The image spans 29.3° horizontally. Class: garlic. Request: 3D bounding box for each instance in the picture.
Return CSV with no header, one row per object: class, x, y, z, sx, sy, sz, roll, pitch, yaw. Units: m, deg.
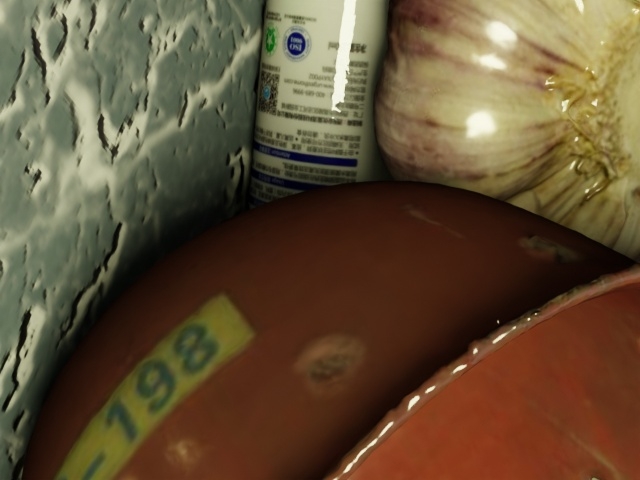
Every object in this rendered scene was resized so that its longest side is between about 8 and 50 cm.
garlic,0.123,-0.096,0.672,0.245,0.160,0.245,-20,123,-34

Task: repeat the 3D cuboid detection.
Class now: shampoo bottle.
shampoo bottle,0.000,0.000,0.732,0.092,0.092,0.303,-20,118,-62

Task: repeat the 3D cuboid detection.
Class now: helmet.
helmet,0.005,0.098,0.580,0.385,0.230,0.337,-53,142,10

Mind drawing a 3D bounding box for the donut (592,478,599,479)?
donut,0.206,0.140,1.130,0.307,0.150,0.371,-69,162,-53
